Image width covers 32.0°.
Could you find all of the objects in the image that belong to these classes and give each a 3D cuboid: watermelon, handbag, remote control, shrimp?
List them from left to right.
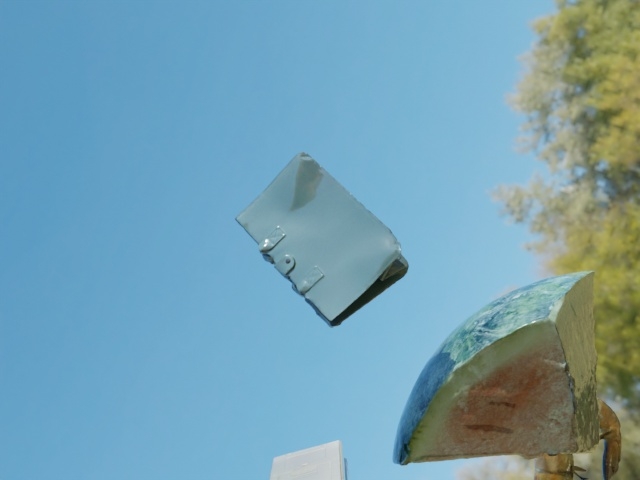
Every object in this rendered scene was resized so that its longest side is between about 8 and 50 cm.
[{"bbox_3d":[-0.014,0.328,1.476,0.277,0.103,0.055,-70,-35,-88],"label":"remote control"},{"bbox_3d":[0.000,0.000,1.477,0.144,0.221,0.057,-42,-28,-4],"label":"handbag"},{"bbox_3d":[0.278,0.215,1.541,0.387,0.258,0.228,-47,2,7],"label":"watermelon"},{"bbox_3d":[0.403,0.388,1.756,0.169,0.058,0.296,6,-90,-22],"label":"shrimp"}]
